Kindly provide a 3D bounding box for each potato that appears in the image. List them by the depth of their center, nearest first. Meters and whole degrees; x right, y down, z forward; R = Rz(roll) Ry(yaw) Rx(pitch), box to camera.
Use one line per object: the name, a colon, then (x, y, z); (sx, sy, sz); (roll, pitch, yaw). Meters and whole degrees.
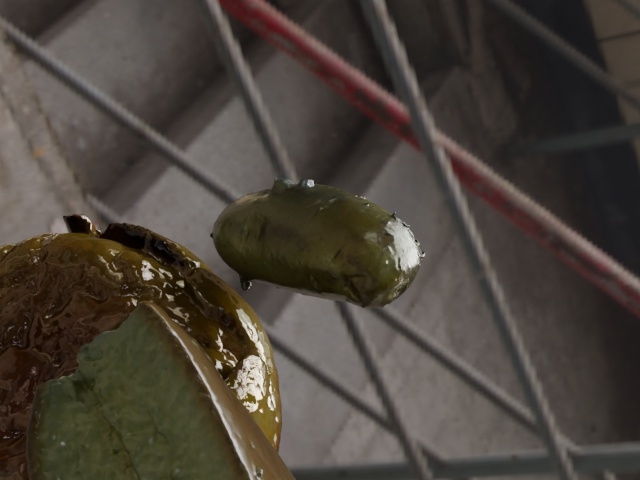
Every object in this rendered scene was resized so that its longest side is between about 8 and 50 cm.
potato: (0.000, 0.000, 1.046); (0.105, 0.188, 0.085); (-28, 118, -28)

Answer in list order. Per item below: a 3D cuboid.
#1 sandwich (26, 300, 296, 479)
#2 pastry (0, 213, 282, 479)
sandwich: (-0.032, 0.148, 0.580); (0.244, 0.090, 0.088); (56, 5, -22)
pastry: (-0.190, 0.150, 1.066); (0.164, 0.356, 0.356); (80, 18, -59)
